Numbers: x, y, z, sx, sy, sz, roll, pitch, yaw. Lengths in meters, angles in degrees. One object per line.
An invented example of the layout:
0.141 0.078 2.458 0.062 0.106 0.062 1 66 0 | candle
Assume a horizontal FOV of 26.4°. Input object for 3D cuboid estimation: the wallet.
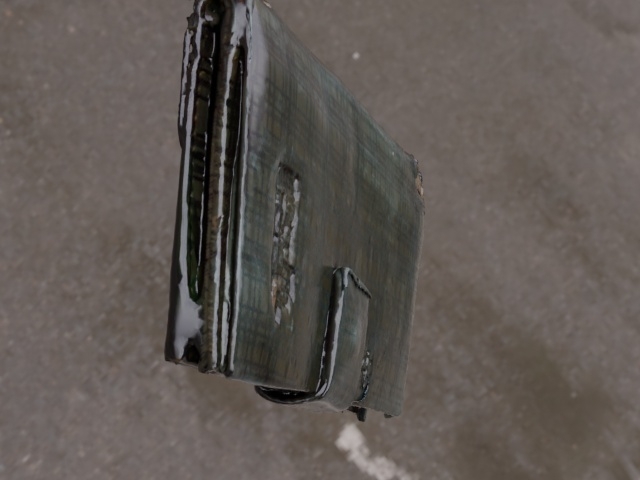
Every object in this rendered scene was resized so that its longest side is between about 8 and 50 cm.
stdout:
0.001 0.000 0.678 0.317 0.044 0.169 36 56 -71 | wallet
